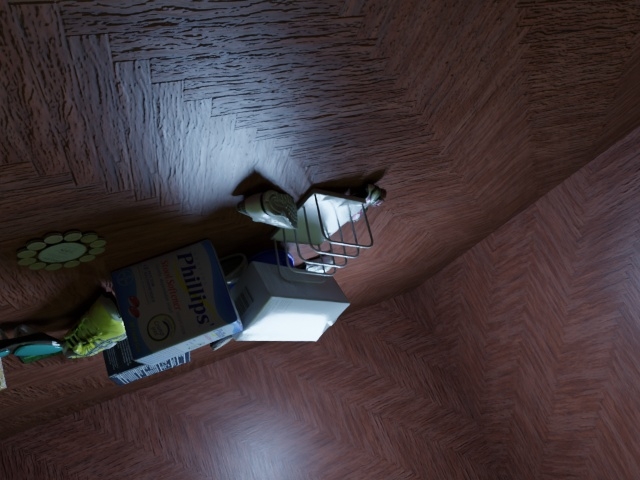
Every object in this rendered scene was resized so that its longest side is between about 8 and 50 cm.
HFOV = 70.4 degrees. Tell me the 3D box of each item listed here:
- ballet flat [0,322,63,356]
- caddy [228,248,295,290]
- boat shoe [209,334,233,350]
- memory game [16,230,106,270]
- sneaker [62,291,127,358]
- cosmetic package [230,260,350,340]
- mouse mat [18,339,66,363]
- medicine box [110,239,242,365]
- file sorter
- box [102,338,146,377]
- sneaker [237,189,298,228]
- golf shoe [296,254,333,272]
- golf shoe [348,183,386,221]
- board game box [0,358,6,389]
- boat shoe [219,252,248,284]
[{"bbox_3d":[-0.888,0.290,1.302,0.095,0.096,0.280,-31,161,28],"label":"ballet flat"},{"bbox_3d":[-0.230,0.175,1.658,0.341,0.179,0.241,-41,144,8],"label":"caddy"},{"bbox_3d":[-0.461,0.454,2.332,0.335,0.095,0.112,-36,174,23],"label":"boat shoe"},{"bbox_3d":[-0.593,0.025,1.047,0.186,0.012,0.186,-21,163,-7],"label":"memory game"},{"bbox_3d":[-0.697,0.286,1.409,0.147,0.145,0.385,-32,171,-44],"label":"sneaker"},{"bbox_3d":[-0.110,0.213,1.514,0.385,0.156,0.217,15,122,-49],"label":"cosmetic package"},{"bbox_3d":[-0.986,0.403,1.655,0.190,0.007,0.152,-15,160,-28],"label":"mouse mat"},{"bbox_3d":[-0.406,0.177,1.306,0.290,0.263,0.149,-21,162,-9],"label":"medicine box"},{"bbox_3d":[0.000,0.000,1.391,0.193,0.173,0.278,8,147,-33],"label":"file sorter"},{"bbox_3d":[-0.688,0.429,1.810,0.294,0.182,0.296,-15,162,-22],"label":"box"},{"bbox_3d":[-0.132,-0.080,1.236,0.095,0.090,0.235,-13,163,18],"label":"sneaker"},{"bbox_3d":[-0.024,0.109,1.916,0.176,0.069,0.086,-30,155,17],"label":"golf shoe"},{"bbox_3d":[0.121,-0.124,1.448,0.086,0.067,0.186,22,140,-27],"label":"golf shoe"},{"bbox_3d":[-0.998,0.360,1.287,0.045,0.146,0.193,-24,162,2],"label":"board game box"},{"bbox_3d":[-0.375,0.125,1.465,0.302,0.109,0.098,-24,158,-16],"label":"boat shoe"}]
